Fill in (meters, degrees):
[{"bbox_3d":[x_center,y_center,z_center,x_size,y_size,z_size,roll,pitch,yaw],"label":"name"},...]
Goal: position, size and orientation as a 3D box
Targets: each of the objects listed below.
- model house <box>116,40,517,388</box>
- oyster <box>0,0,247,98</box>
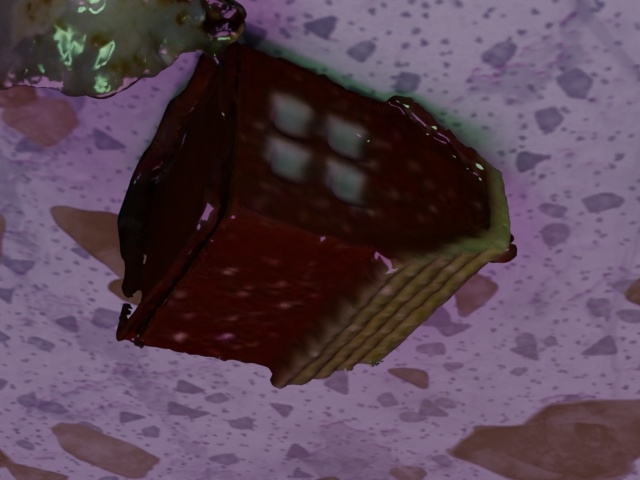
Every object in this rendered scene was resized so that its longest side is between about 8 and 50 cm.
[{"bbox_3d":[0.000,0.000,0.996,0.254,0.160,0.196,18,141,-19],"label":"model house"},{"bbox_3d":[-0.179,-0.193,0.757,0.198,0.133,0.337,-28,146,8],"label":"oyster"}]
